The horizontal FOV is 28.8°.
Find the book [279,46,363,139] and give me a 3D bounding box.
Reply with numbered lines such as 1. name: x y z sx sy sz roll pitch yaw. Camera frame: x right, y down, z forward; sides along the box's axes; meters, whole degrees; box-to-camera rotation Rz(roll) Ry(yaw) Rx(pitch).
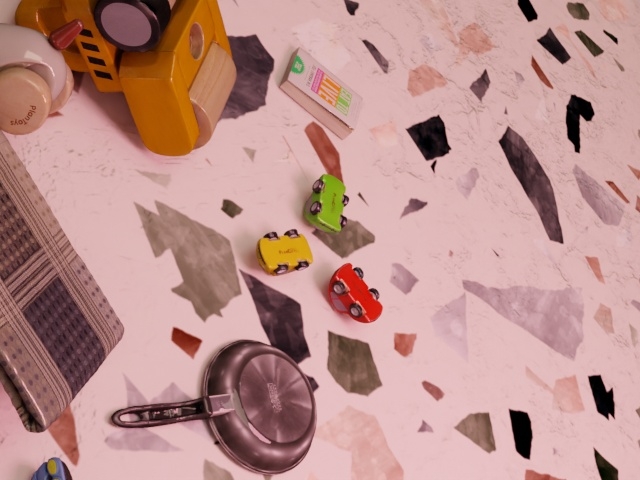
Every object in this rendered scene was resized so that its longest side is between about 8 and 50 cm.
1. book: 0.003 -0.248 2.087 0.144 0.035 0.096 36 43 -19

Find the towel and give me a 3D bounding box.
1. towel: -0.367 0.038 1.462 0.324 0.056 0.312 61 15 -11

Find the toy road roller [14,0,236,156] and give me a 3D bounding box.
1. toy road roller: -0.278 -0.291 1.771 0.330 0.240 0.202 72 27 -44

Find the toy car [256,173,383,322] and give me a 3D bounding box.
1. toy car: 0.000 0.000 1.922 0.239 0.053 0.225 30 49 -28

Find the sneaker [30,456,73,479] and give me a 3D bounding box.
1. sneaker: -0.289 0.347 1.465 0.188 0.067 0.078 65 22 10

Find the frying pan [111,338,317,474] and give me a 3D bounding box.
1. frying pan: -0.125 0.203 1.701 0.326 0.053 0.197 27 50 -33

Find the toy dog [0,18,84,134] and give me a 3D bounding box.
1. toy dog: -0.439 -0.278 1.585 0.333 0.161 0.220 28 19 -33
